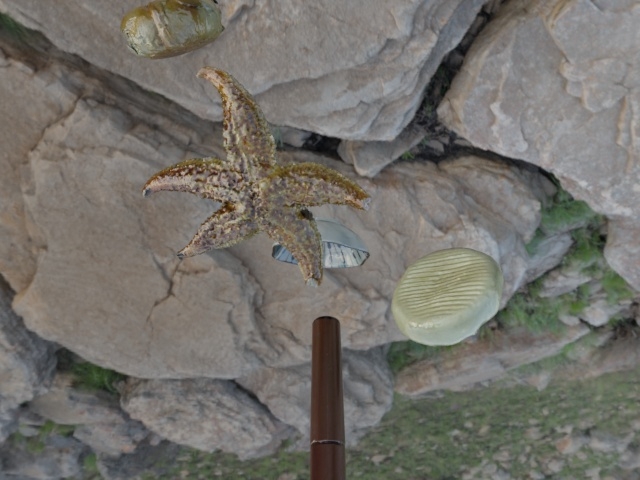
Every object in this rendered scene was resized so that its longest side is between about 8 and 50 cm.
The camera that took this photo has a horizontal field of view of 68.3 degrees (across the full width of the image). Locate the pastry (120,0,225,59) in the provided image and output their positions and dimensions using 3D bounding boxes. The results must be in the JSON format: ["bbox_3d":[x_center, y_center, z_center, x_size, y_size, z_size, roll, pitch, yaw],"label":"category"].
[{"bbox_3d":[-0.222,-0.323,0.716,0.153,0.153,0.081,-7,112,3],"label":"pastry"}]

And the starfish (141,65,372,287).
[{"bbox_3d":[-0.069,-0.049,0.464,0.227,0.043,0.241,-15,108,14],"label":"starfish"}]

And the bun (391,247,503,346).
[{"bbox_3d":[0.244,0.115,0.893,0.222,0.222,0.127,-18,124,15],"label":"bun"}]

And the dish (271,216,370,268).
[{"bbox_3d":[0.000,0.000,0.876,0.190,0.066,0.191,3,163,1],"label":"dish"}]

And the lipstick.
[{"bbox_3d":[0.011,0.280,0.753,0.057,0.357,0.057,0,136,0],"label":"lipstick"}]
